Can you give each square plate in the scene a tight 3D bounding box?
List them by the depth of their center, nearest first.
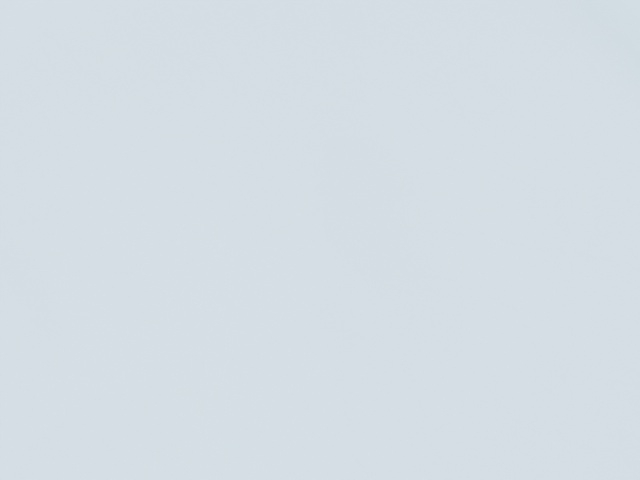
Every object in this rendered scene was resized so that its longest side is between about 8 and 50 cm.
[{"bbox_3d":[0.000,0.000,0.356,0.344,0.049,0.347,-36,78,-27],"label":"square plate"}]
